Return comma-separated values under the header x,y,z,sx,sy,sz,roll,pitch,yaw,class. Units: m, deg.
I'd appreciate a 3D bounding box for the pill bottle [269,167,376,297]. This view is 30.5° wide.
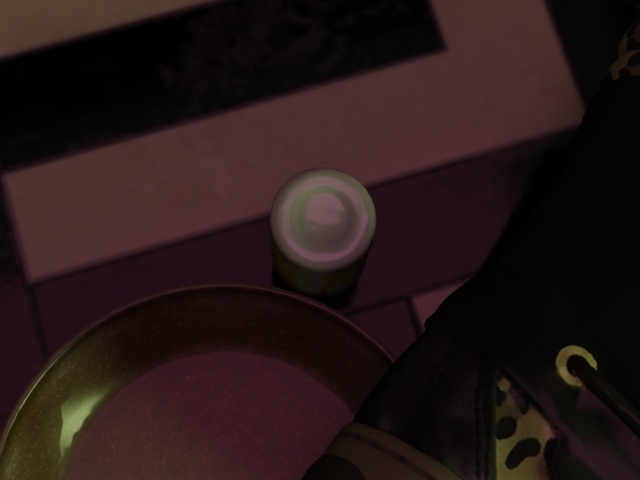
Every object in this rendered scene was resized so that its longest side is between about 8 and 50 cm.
x,y,z,sx,sy,sz,roll,pitch,yaw,class
0.000,0.000,0.505,0.043,0.083,0.043,1,77,-2,pill bottle

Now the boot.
x,y,z,sx,sy,sz,roll,pitch,yaw,class
0.213,0.088,0.467,0.377,0.138,0.284,31,73,1,boot

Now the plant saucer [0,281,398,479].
x,y,z,sx,sy,sz,roll,pitch,yaw,class
-0.042,0.118,0.501,0.198,0.036,0.199,1,77,-3,plant saucer
